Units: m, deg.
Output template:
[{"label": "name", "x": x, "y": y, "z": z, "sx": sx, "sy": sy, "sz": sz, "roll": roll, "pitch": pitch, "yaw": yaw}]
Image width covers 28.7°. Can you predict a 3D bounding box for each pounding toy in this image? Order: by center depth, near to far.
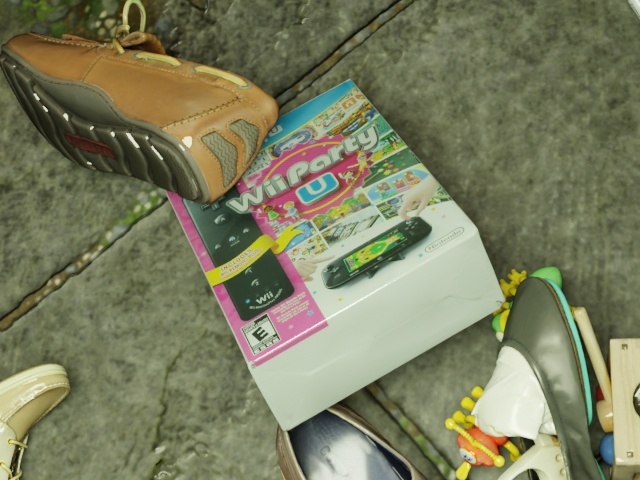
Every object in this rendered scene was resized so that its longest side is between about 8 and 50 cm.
[{"label": "pounding toy", "x": 0.273, "y": 0.140, "z": 1.091, "sx": 0.100, "sy": 0.141, "sz": 0.130, "roll": -2, "pitch": 68, "yaw": 10}]

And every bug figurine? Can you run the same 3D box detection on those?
[{"label": "bug figurine", "x": 0.113, "y": 0.083, "z": 1.182, "sx": 0.279, "sy": 0.072, "sz": 0.216, "roll": 31, "pitch": 76, "yaw": 21}]

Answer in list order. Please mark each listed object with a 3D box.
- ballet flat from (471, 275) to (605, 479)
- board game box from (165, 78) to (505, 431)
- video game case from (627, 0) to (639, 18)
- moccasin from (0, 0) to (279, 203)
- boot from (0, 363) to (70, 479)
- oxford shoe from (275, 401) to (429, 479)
[{"label": "ballet flat", "x": 0.191, "y": 0.174, "z": 1.067, "sx": 0.096, "sy": 0.095, "sz": 0.281, "roll": -15, "pitch": 89, "yaw": -19}, {"label": "board game box", "x": 0.000, "y": 0.000, "z": 1.157, "sx": 0.224, "sy": 0.097, "sz": 0.303, "roll": -29, "pitch": 37, "yaw": -3}, {"label": "video game case", "x": 0.407, "y": -0.270, "z": 1.264, "sx": 0.190, "sy": 0.022, "sz": 0.173, "roll": -33, "pitch": 86, "yaw": 0}, {"label": "moccasin", "x": -0.194, "y": -0.153, "z": 1.265, "sx": 0.380, "sy": 0.139, "sz": 0.147, "roll": 17, "pitch": 53, "yaw": 46}, {"label": "boot", "x": -0.297, "y": 0.235, "z": 1.194, "sx": 0.213, "sy": 0.077, "sz": 0.165, "roll": -39, "pitch": 66, "yaw": -1}, {"label": "oxford shoe", "x": 0.083, "y": 0.278, "z": 1.074, "sx": 0.130, "sy": 0.133, "sz": 0.363, "roll": -44, "pitch": 68, "yaw": -9}]
